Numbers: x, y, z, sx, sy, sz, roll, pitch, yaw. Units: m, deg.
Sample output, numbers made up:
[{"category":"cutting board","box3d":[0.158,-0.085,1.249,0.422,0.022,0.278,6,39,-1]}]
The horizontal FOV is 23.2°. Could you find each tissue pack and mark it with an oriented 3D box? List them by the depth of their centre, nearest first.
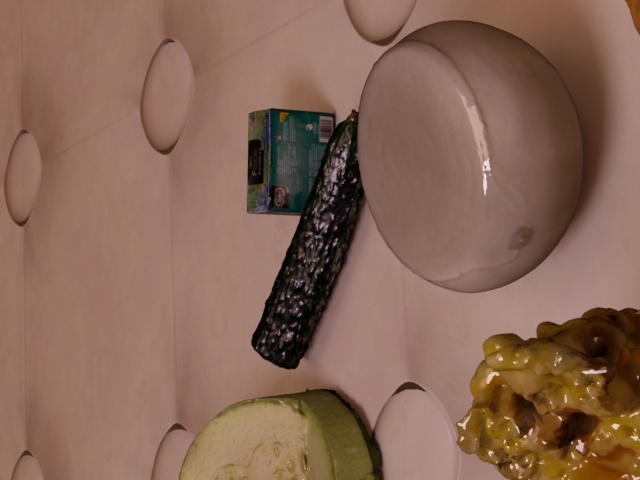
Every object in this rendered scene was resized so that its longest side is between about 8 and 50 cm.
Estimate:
[{"category":"tissue pack","box3d":[-0.038,-0.082,1.676,0.079,0.085,0.111,-5,83,59]}]

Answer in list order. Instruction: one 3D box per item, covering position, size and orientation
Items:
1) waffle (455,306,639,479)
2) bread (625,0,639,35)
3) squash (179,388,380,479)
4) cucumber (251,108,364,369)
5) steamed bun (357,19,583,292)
[{"category":"waffle","box3d":[0.232,0.200,1.049,0.151,0.261,0.324,-45,48,44]},{"category":"bread","box3d":[0.268,-0.226,1.188,0.065,0.103,0.187,-41,52,49]},{"category":"squash","box3d":[-0.034,0.257,1.606,0.220,0.133,0.220,-12,74,51]},{"category":"cucumber","box3d":[0.000,0.000,1.626,0.067,0.067,0.293,50,127,48]},{"category":"steamed bun","box3d":[0.140,-0.075,1.337,0.232,0.145,0.232,31,127,53]}]
